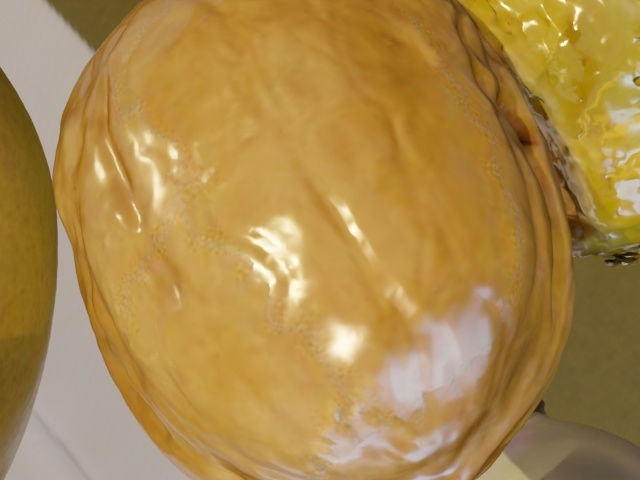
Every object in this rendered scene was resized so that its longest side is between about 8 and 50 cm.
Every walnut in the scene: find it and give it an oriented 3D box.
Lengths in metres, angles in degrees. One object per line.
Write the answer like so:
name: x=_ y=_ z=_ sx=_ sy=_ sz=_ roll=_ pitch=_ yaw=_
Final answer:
walnut: x=0.000 y=0.000 z=0.481 sx=0.195 sy=0.195 sz=0.222 roll=-57 pitch=47 yaw=41

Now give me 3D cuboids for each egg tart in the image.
egg tart: x=0.109 y=-0.086 z=0.577 sx=0.294 sy=0.123 sz=0.294 roll=49 pitch=170 yaw=12

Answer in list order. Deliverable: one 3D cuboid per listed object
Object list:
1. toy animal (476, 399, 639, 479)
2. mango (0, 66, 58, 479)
toy animal: x=0.173 y=0.248 z=0.797 sx=0.251 sy=0.310 sz=0.251 roll=-1 pitch=120 yaw=-1
mango: x=-0.269 y=0.042 z=0.683 sx=0.221 sy=0.264 sz=0.378 roll=34 pitch=113 yaw=37
